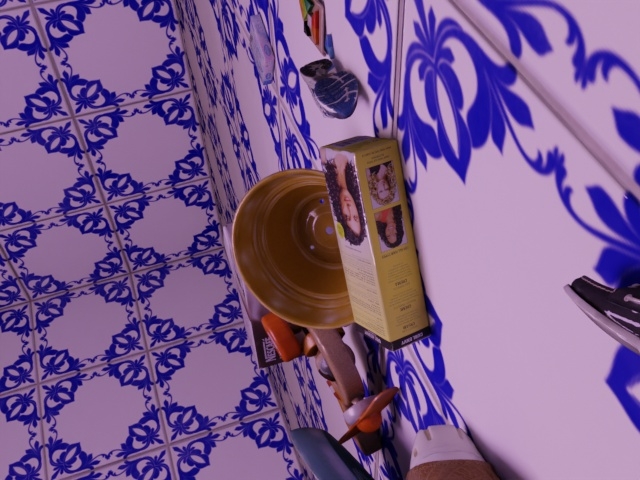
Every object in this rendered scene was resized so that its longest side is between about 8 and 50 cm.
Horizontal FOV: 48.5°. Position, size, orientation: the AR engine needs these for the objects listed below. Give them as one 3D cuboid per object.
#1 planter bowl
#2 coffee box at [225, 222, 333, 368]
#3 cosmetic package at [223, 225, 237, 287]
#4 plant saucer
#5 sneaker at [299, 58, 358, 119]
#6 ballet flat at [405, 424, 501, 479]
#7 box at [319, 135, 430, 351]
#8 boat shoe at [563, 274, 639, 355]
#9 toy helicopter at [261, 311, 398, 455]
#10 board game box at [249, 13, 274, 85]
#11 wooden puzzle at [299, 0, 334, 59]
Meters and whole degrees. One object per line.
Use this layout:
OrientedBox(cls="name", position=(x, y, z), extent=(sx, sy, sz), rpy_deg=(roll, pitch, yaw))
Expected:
OrientedBox(cls="planter bowl", position=(0.000, 0.000, 0.930), extent=(0.090, 0.217, 0.217), rpy_deg=(-46, -54, -62))
OrientedBox(cls="coffee box", position=(-0.059, 0.086, 1.254), extent=(0.297, 0.168, 0.119), rpy_deg=(89, 161, -51))
OrientedBox(cls="cosmetic package", position=(-0.107, 0.052, 1.478), extent=(0.151, 0.151, 0.184), rpy_deg=(119, 135, -75))
OrientedBox(cls="plant saucer", position=(0.073, 0.399, 1.087), extent=(0.317, 0.043, 0.317), rpy_deg=(47, 175, 5))
OrientedBox(cls="sneaker", position=(0.018, -0.172, 0.855), extent=(0.135, 0.052, 0.058), rpy_deg=(-114, 1, -54))
OrientedBox(cls="ballet flat", position=(0.136, 0.280, 0.795), extent=(0.342, 0.116, 0.124), rpy_deg=(86, -177, -60))
OrientedBox(cls="box", position=(0.062, 0.002, 0.803), extent=(0.087, 0.058, 0.232), rpy_deg=(21, 127, 62))
OrientedBox(cls="boat shoe", position=(0.178, 0.044, 0.384), extent=(0.046, 0.038, 0.125), rpy_deg=(34, -171, -19))
OrientedBox(cls="toy helicopter", position=(0.050, 0.247, 1.154), extent=(0.235, 0.140, 0.355), rpy_deg=(47, 163, 48))
OrientedBox(cls="board game box", position=(-0.105, -0.339, 1.268), extent=(0.090, 0.020, 0.090), rpy_deg=(111, 142, -72))
OrientedBox(cls="wooden puzzle", position=(-0.010, -0.280, 0.907), extent=(0.116, 0.014, 0.079), rpy_deg=(-121, 19, -52))
